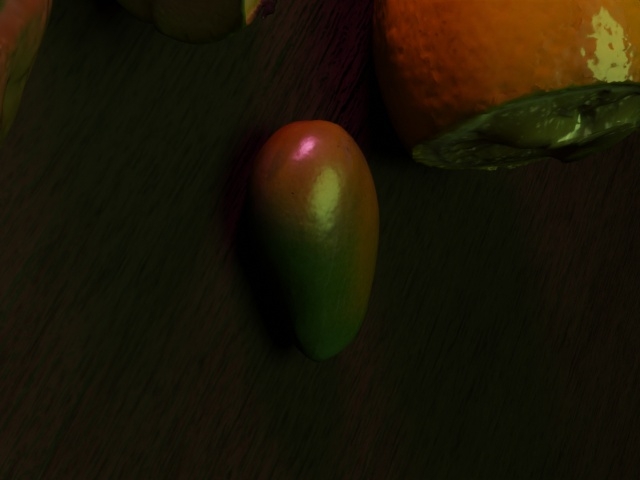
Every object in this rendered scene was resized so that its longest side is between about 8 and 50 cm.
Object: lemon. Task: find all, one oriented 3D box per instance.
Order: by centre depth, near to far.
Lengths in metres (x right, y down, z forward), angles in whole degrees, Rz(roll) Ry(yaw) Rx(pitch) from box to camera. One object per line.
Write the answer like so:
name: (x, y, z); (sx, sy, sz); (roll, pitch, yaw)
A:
lemon: (0.219, -0.258, 1.390); (0.364, 0.364, 0.364); (-5, 96, -56)

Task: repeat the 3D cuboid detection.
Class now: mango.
mango: (0.000, 0.000, 1.259); (0.156, 0.114, 0.251); (-47, 128, -53)

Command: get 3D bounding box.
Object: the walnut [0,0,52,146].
walnut: (-0.312, -0.115, 0.650); (0.306, 0.306, 0.344); (54, 47, -43)

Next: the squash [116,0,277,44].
squash: (-0.062, -0.340, 1.071); (0.309, 0.210, 0.234); (-40, 136, -42)
